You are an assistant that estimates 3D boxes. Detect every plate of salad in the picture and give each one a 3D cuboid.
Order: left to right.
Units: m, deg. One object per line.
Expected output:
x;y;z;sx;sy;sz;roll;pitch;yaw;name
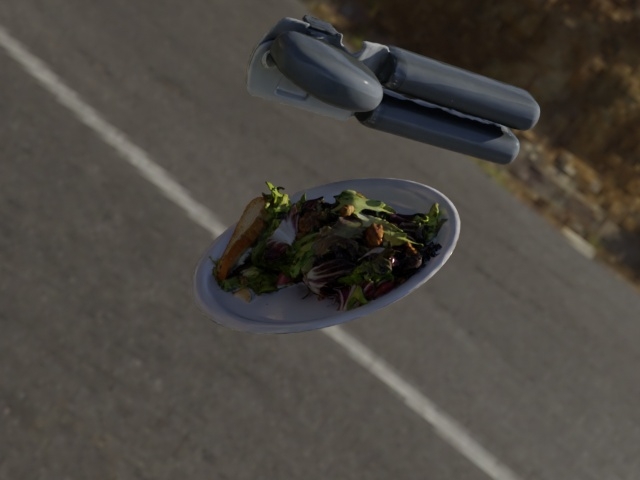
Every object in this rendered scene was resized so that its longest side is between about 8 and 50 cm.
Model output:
0.000;0.000;1.182;0.200;0.200;0.048;-100;174;-61;plate of salad

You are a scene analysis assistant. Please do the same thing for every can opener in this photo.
0.063;-0.114;1.361;0.280;0.074;0.093;12;31;-35;can opener
